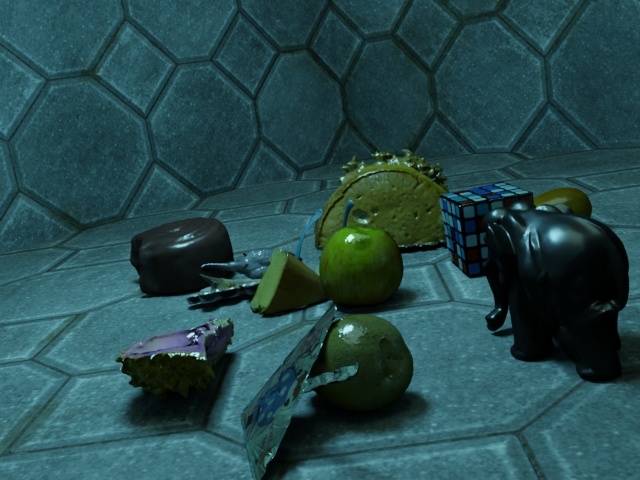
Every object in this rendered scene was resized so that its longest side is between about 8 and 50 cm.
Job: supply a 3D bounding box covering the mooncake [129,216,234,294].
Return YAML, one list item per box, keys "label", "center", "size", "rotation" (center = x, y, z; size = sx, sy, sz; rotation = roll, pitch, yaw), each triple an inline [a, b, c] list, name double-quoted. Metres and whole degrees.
- label: "mooncake"
  center: [-0.408, 0.037, 2.188]
  size: [0.333, 0.174, 0.326]
  rotation: [-4, 15, 16]

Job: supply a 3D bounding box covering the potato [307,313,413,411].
- label: "potato"
  center: [0.047, 0.197, 1.224]
  size: [0.157, 0.157, 0.194]
  rotation: [-19, 0, -39]

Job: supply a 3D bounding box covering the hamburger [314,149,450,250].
- label: "hamburger"
  center: [0.199, -0.120, 2.217]
  size: [0.445, 0.287, 0.268]
  rotation: [-5, 11, 9]

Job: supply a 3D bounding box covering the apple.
- label: "apple"
  center: [0.090, 0.055, 1.730]
  size: [0.196, 0.196, 0.196]
  rotation: [-8, 12, 2]

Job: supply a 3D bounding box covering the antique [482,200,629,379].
- label: "antique"
  center: [0.395, 0.066, 1.291]
  size: [0.185, 0.255, 0.322]
  rotation: [-17, 12, -25]

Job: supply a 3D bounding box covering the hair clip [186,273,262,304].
- label: "hair clip"
  center: [-0.211, 0.116, 1.926]
  size: [0.257, 0.075, 0.146]
  rotation: [-3, -4, -8]

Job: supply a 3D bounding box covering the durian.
- label: "durian"
  center: [-0.257, 0.221, 1.398]
  size: [0.191, 0.112, 0.341]
  rotation: [-18, 4, 2]

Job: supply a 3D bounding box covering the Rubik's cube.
- label: "Rubik's cube"
  center: [0.411, -0.029, 1.866]
  size: [0.184, 0.187, 0.182]
  rotation: [-12, 13, -4]

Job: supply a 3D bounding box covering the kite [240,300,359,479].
- label: "kite"
  center: [-0.039, 0.217, 1.126]
  size: [0.314, 0.011, 0.335]
  rotation: [-33, 24, 47]

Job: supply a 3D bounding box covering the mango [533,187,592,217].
- label: "mango"
  center: [0.618, -0.070, 2.055]
  size: [0.221, 0.120, 0.151]
  rotation: [-16, 13, 1]

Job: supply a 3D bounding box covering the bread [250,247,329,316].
- label: "bread"
  center: [-0.079, 0.129, 1.809]
  size: [0.160, 0.169, 0.140]
  rotation: [-53, 23, -8]

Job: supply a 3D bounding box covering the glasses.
- label: "glasses"
  center: [0.021, 0.016, 1.952]
  size: [0.189, 0.220, 0.088]
  rotation: [-16, 50, -45]

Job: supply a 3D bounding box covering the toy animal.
- label: "toy animal"
  center: [-0.167, 0.068, 2.045]
  size: [0.195, 0.090, 0.324]
  rotation: [-7, 1, 14]
